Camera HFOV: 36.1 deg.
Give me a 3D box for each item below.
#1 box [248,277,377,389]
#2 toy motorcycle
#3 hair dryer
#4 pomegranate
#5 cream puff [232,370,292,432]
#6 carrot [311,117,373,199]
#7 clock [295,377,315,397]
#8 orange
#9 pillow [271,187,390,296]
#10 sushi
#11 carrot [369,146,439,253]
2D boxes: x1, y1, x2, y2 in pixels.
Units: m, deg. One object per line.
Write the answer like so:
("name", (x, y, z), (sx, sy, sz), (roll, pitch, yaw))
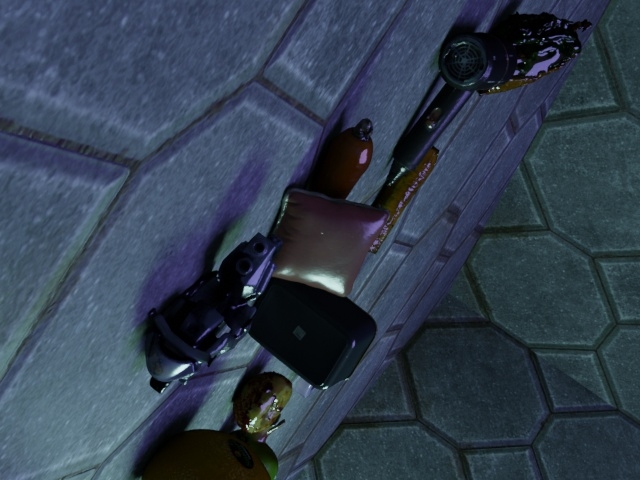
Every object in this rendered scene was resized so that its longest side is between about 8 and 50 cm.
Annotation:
("box", (-0.020, 0.151, 1.693), (0.090, 0.201, 0.144), (-23, 147, -60))
("toy motorcycle", (-0.148, 0.098, 1.318), (0.270, 0.106, 0.159), (-51, 173, 2))
("hair dryer", (0.219, -0.233, 1.833), (0.352, 0.107, 0.189), (-54, 166, 23))
("pomegranate", (-0.151, 0.450, 2.096), (0.131, 0.152, 0.191), (16, 107, -44))
("cream puff", (-0.123, 0.323, 2.003), (0.149, 0.084, 0.149), (-48, 161, -23))
("carrot", (0.009, -0.066, 1.555), (0.069, 0.069, 0.336), (-40, 164, -48))
("clock", (0.005, 0.288, 2.413), (0.198, 0.064, 0.172), (-37, 158, -54))
("orange", (-0.198, 0.442, 1.720), (0.236, 0.236, 0.236), (-51, 166, -17))
("pillow", (0.000, 0.000, 1.526), (0.075, 0.171, 0.179), (-96, -155, -53))
("sushi", (0.408, -0.392, 2.001), (0.287, 0.149, 0.140), (-22, -177, -20))
("carrot", (0.154, -0.087, 2.007), (0.260, 0.070, 0.070), (-58, 167, 16))
